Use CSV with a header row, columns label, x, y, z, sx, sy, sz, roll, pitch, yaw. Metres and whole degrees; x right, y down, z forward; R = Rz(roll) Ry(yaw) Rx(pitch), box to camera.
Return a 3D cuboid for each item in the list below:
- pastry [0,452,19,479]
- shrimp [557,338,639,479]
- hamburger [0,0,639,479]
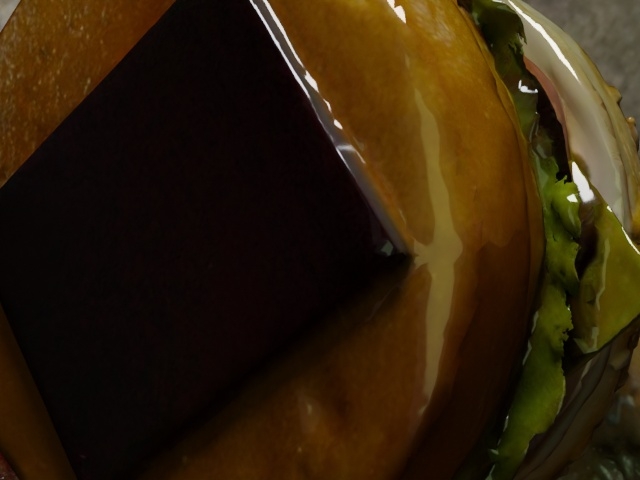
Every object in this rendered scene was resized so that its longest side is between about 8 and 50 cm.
label,x,y,z,sx,sy,sz,roll,pitch,yaw
pastry,-0.121,0.165,0.629,0.208,0.097,0.115,18,102,26
shrimp,0.188,0.128,0.518,0.251,0.052,0.144,29,110,31
hamburger,0.000,0.000,0.503,0.291,0.225,0.291,-4,83,37
